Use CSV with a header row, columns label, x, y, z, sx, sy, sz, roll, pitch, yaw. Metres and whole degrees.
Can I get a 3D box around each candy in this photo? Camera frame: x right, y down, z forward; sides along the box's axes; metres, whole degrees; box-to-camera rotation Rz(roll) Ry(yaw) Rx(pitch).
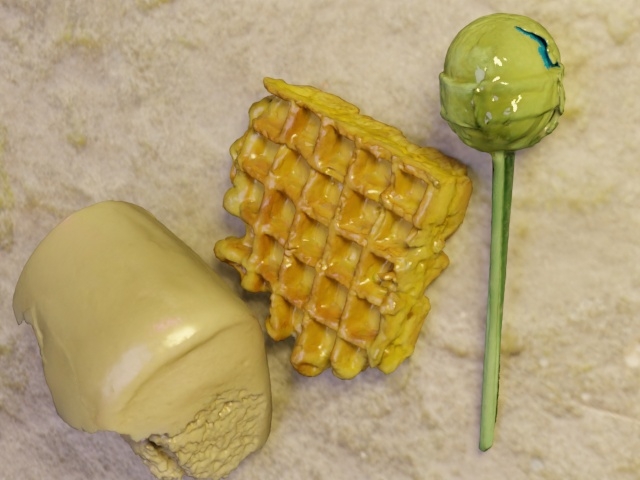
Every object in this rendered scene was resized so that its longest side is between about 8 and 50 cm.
label,x,y,z,sx,sy,sz,roll,pitch,yaw
candy,0.127,0.003,1.015,0.093,0.092,0.336,-106,15,-70

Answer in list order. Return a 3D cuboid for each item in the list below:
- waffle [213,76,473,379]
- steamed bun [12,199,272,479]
label,x,y,z,sx,sy,sz,roll,pitch,yaw
waffle,0.000,0.000,1.134,0.229,0.057,0.219,31,117,35
steamed bun,-0.164,0.088,1.205,0.225,0.170,0.200,44,155,35
